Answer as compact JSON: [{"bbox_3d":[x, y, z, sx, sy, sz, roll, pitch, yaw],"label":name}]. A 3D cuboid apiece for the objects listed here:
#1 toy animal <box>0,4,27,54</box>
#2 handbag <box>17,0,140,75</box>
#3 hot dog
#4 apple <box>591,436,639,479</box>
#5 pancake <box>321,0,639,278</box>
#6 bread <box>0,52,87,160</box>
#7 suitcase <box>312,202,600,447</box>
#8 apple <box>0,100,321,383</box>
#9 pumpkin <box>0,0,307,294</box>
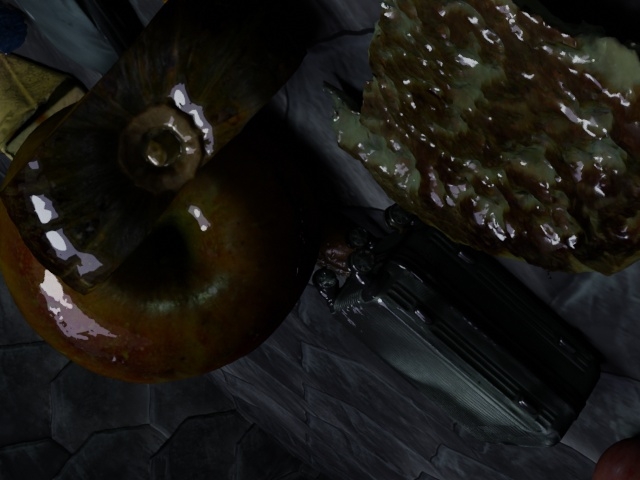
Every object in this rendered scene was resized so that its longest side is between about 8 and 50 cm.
[{"bbox_3d":[-0.542,-0.358,1.364,0.239,0.176,0.255,88,163,-63],"label":"toy animal"},{"bbox_3d":[-0.315,-0.303,1.059,0.191,0.075,0.332,31,165,29],"label":"handbag"},{"bbox_3d":[0.000,-0.001,1.179,0.140,0.060,0.090,36,158,22],"label":"hot dog"},{"bbox_3d":[0.391,0.307,1.052,0.153,0.120,0.153,35,161,14],"label":"apple"},{"bbox_3d":[0.137,-0.089,0.725,0.305,0.067,0.427,45,164,6],"label":"pancake"},{"bbox_3d":[-0.488,-0.190,1.517,0.264,0.163,0.167,24,158,40],"label":"bread"},{"bbox_3d":[0.148,0.104,1.025,0.312,0.128,0.202,40,162,-6],"label":"suitcase"},{"bbox_3d":[-0.201,-0.008,1.118,0.384,0.374,0.374,14,168,-16],"label":"apple"},{"bbox_3d":[-0.161,-0.106,0.846,0.139,0.317,0.222,38,-177,-16],"label":"pumpkin"}]
